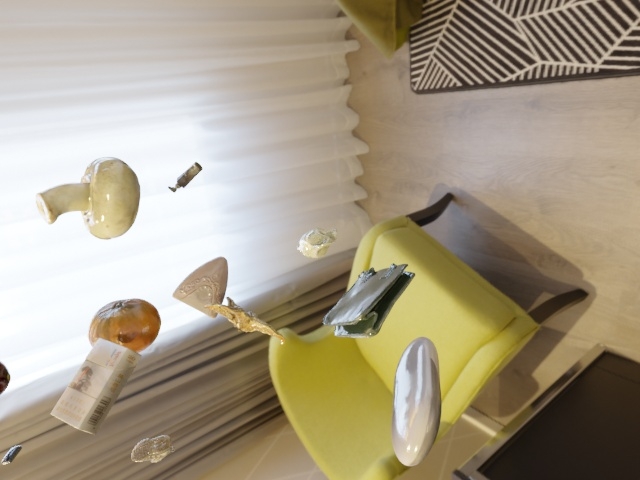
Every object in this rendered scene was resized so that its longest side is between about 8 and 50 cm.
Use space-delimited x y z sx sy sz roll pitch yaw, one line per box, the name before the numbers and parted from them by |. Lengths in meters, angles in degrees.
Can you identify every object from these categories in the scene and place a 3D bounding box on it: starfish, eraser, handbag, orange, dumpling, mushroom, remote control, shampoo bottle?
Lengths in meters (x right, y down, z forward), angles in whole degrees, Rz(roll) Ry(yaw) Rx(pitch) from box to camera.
starfish | -0.312 0.276 1.538 0.293 0.301 0.084 15 77 53
eraser | -0.459 0.173 1.713 0.204 0.244 0.059 34 169 -24
handbag | 0.147 0.180 1.284 0.079 0.260 0.247 47 152 -9
orange | -0.670 0.291 1.424 0.240 0.240 0.172 22 129 50
dumpling | 0.001 0.001 1.419 0.100 0.134 0.169 56 157 8
mushroom | -0.809 -0.139 1.559 0.356 0.314 0.315 -78 -1 -52
remote control | 0.237 0.389 1.041 0.103 0.332 0.221 15 122 5
shampoo bottle | -0.704 -0.325 2.166 0.063 0.207 0.057 43 -165 -29

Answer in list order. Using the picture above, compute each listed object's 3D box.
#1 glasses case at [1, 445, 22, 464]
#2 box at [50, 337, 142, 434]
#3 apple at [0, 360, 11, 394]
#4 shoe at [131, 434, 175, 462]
glasses case | -1.065 0.737 1.435 0.083 0.033 0.023 -152 50 -76
box | -0.640 0.411 1.197 0.149 0.233 0.067 6 147 29
apple | -1.328 0.539 1.595 0.234 0.233 0.234 32 131 45
shoe | -0.747 0.943 1.872 0.089 0.179 0.092 -114 9 -46
